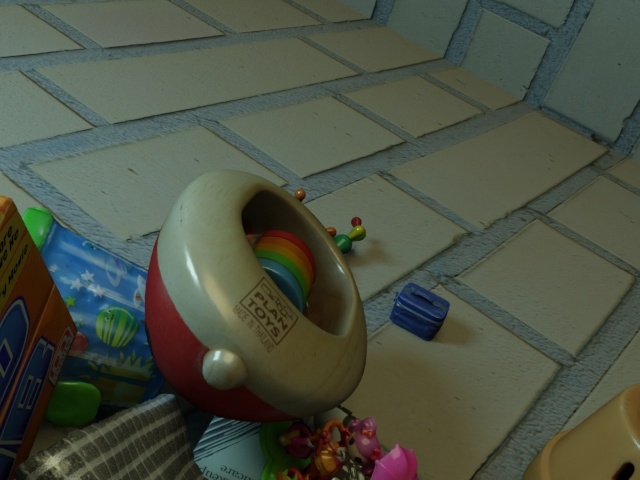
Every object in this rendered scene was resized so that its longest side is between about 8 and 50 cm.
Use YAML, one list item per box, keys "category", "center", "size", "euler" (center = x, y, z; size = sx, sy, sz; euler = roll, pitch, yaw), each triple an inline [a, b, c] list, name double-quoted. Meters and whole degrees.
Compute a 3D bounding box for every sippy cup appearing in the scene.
- category: "sippy cup"
  center: [-0.297, 0.105, 0.941]
  size: [0.224, 0.240, 0.306]
  euler: [21, 54, -17]

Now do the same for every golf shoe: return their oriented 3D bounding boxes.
- category: "golf shoe"
  center: [0.020, 0.288, 0.957]
  size: [0.093, 0.077, 0.198]
  euler: [0, 36, -28]

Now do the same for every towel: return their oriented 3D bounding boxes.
- category: "towel"
  center: [-0.144, 0.261, 0.651]
  size: [0.235, 0.121, 0.284]
  euler: [50, 0, 5]

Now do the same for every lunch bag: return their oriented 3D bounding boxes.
- category: "lunch bag"
  center: [0.172, 0.117, 1.310]
  size: [0.098, 0.065, 0.067]
  euler: [28, 32, 11]

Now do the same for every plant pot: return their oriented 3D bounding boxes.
- category: "plant pot"
  center: [0.447, 0.332, 1.008]
  size: [0.290, 0.204, 0.291]
  euler: [15, 32, -10]

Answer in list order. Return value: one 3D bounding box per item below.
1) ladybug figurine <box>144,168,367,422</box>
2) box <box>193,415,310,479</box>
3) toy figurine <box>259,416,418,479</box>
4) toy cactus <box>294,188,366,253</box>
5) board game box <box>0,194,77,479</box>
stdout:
- category: "ladybug figurine"
  center: [-0.082, 0.071, 0.900]
  size: [0.305, 0.162, 0.449]
  euler: [51, 16, -5]
- category: "box"
  center: [-0.087, 0.257, 0.926]
  size: [0.113, 0.094, 0.275]
  euler: [23, 31, 4]
- category: "toy figurine"
  center: [0.028, 0.248, 0.816]
  size: [0.130, 0.159, 0.173]
  euler: [13, 54, -55]
- category: "toy cactus"
  center: [0.000, 0.000, 1.377]
  size: [0.219, 0.112, 0.181]
  euler: [10, 42, -31]
- category: "board game box"
  center: [-0.428, 0.139, 0.539]
  size: [0.356, 0.356, 0.357]
  euler: [17, 68, -4]
